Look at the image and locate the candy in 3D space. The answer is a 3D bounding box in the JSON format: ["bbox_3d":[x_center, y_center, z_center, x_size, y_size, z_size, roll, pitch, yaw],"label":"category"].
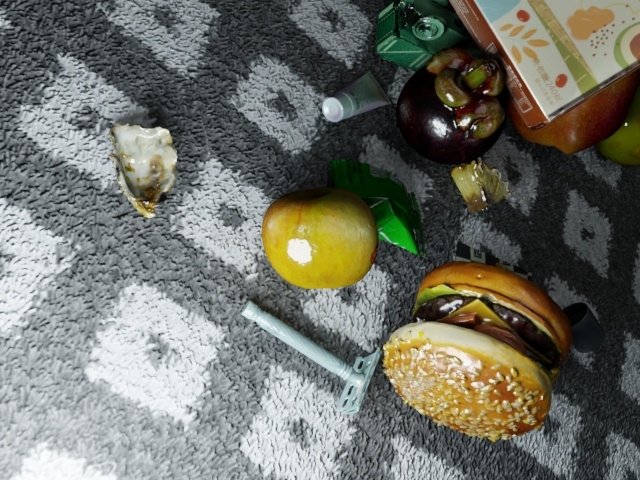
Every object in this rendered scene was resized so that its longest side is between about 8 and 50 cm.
[{"bbox_3d":[0.110,-0.061,1.265,0.203,0.078,0.141,21,62,-33],"label":"candy"}]

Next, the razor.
[{"bbox_3d":[-0.021,0.164,1.108,0.232,0.068,0.106,35,55,-11],"label":"razor"}]

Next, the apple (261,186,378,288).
[{"bbox_3d":[0.000,0.000,1.106,0.183,0.183,0.155,-19,113,-38],"label":"apple"}]

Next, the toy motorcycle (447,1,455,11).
[{"bbox_3d":[0.255,-0.605,1.564,0.215,0.080,0.122,44,56,-14],"label":"toy motorcycle"}]

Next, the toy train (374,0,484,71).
[{"bbox_3d":[0.238,-0.398,1.427,0.270,0.154,0.115,17,61,-28],"label":"toy train"}]

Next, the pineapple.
[{"bbox_3d":[0.329,-0.103,1.433,0.137,0.069,0.116,27,59,-26],"label":"pineapple"}]

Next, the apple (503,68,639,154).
[{"bbox_3d":[0.524,-0.353,1.506,0.288,0.288,0.316,-43,132,-37],"label":"apple"}]

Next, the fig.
[{"bbox_3d":[0.733,-0.295,1.702,0.207,0.207,0.230,-3,57,-35],"label":"fig"}]

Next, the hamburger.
[{"bbox_3d":[0.246,0.186,1.148,0.291,0.291,0.225,39,59,-17],"label":"hamburger"}]

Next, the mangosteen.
[{"bbox_3d":[0.255,-0.257,1.325,0.212,0.250,0.211,4,67,-11],"label":"mangosteen"}]

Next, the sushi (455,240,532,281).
[{"bbox_3d":[0.348,0.108,1.384,0.210,0.040,0.192,24,61,-25],"label":"sushi"}]

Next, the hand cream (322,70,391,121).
[{"bbox_3d":[0.070,-0.266,1.338,0.174,0.047,0.076,-36,94,-46],"label":"hand cream"}]

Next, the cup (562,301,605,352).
[{"bbox_3d":[0.524,0.188,1.461,0.100,0.078,0.077,-41,104,-3],"label":"cup"}]

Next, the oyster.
[{"bbox_3d":[-0.260,-0.100,1.040,0.103,0.051,0.148,7,58,-21],"label":"oyster"}]

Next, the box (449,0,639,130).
[{"bbox_3d":[0.443,-0.455,1.293,0.345,0.122,0.385,-32,91,2],"label":"box"}]
